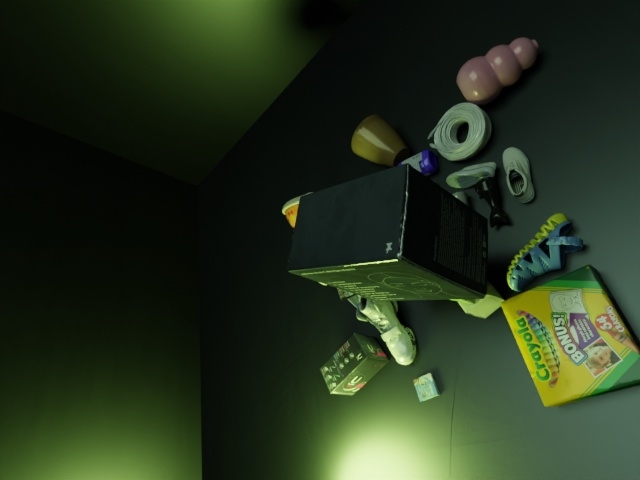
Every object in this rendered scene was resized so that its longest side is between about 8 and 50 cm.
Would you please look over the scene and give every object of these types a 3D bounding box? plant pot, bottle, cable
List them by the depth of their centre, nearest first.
[{"bbox_3d":[0.638,-0.485,1.851,0.257,0.089,0.257,-58,47,28],"label":"cable"},{"bbox_3d":[0.438,-0.343,2.035,0.283,0.092,0.118,-23,64,41],"label":"bottle"},{"bbox_3d":[0.331,-0.492,2.139,0.254,0.237,0.237,45,109,33],"label":"plant pot"}]

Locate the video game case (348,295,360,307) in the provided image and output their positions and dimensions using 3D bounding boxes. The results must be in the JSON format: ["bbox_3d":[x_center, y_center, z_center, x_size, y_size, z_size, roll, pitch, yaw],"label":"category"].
[{"bbox_3d":[0.186,0.239,2.034,0.190,0.022,0.173,40,121,37],"label":"video game case"}]

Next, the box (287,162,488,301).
[{"bbox_3d":[0.230,0.016,1.390,0.480,0.472,0.297,-10,66,46],"label":"box"}]

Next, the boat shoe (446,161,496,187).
[{"bbox_3d":[0.661,-0.285,1.788,0.226,0.083,0.075,-1,43,52],"label":"boat shoe"}]

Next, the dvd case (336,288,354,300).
[{"bbox_3d":[0.160,0.179,2.028,0.253,0.022,0.180,-32,71,43],"label":"dvd case"}]

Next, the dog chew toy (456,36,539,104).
[{"bbox_3d":[0.764,-0.736,1.765,0.332,0.207,0.206,-30,53,28],"label":"dog chew toy"}]

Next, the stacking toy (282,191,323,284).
[{"bbox_3d":[0.000,0.000,2.207,0.351,0.351,0.479,-20,77,42],"label":"stacking toy"}]

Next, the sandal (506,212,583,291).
[{"bbox_3d":[0.794,0.059,1.451,0.317,0.126,0.138,-57,45,17],"label":"sandal"}]

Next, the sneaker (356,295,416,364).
[{"bbox_3d":[0.278,0.374,1.820,0.137,0.210,0.365,-43,47,29],"label":"sneaker"}]

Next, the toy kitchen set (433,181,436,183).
[{"bbox_3d":[0.477,-0.159,1.941,0.122,0.166,0.207,40,142,49],"label":"toy kitchen set"}]

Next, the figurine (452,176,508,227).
[{"bbox_3d":[0.655,-0.125,1.712,0.215,0.092,0.209,-29,58,39],"label":"figurine"}]

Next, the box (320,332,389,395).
[{"bbox_3d":[0.154,0.578,1.906,0.270,0.165,0.143,-51,43,21],"label":"box"}]

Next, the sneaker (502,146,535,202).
[{"bbox_3d":[0.779,-0.273,1.625,0.094,0.091,0.258,-31,53,37],"label":"sneaker"}]

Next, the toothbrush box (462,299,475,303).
[{"bbox_3d":[0.451,0.110,1.564,0.283,0.122,0.206,6,79,51],"label":"toothbrush box"}]

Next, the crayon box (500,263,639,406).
[{"bbox_3d":[0.813,0.311,1.328,0.313,0.106,0.362,-36,50,34],"label":"crayon box"}]

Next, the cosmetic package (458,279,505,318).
[{"bbox_3d":[0.568,0.147,1.633,0.113,0.160,0.309,-50,45,23],"label":"cosmetic package"}]

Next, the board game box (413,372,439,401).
[{"bbox_3d":[0.436,0.606,1.693,0.090,0.020,0.090,-37,49,31],"label":"board game box"}]
